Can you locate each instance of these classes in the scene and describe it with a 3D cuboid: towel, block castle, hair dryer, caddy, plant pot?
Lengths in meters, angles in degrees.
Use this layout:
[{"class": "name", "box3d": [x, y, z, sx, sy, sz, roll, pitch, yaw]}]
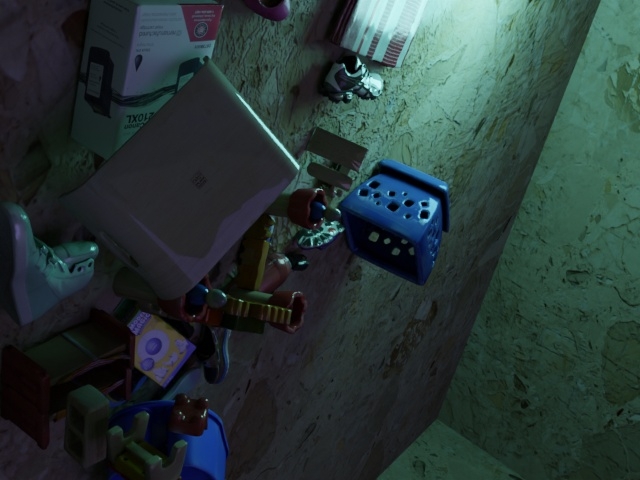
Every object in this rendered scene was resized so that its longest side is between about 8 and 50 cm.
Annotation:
[{"class": "towel", "box3d": [0.140, -0.498, 1.766, 0.329, 0.037, 0.237, -3, 119, -63]}, {"class": "block castle", "box3d": [-0.144, 0.011, 1.509, 0.453, 0.212, 0.303, 20, 80, -65]}, {"class": "hair dryer", "box3d": [-0.132, 0.129, 1.913, 0.224, 0.080, 0.293, -62, 153, 10]}, {"class": "caddy", "box3d": [-0.319, 0.454, 1.757, 0.341, 0.241, 0.179, 88, -4, -51]}, {"class": "plant pot", "box3d": [0.210, -0.058, 2.166, 0.212, 0.236, 0.236, -55, 155, -22]}]

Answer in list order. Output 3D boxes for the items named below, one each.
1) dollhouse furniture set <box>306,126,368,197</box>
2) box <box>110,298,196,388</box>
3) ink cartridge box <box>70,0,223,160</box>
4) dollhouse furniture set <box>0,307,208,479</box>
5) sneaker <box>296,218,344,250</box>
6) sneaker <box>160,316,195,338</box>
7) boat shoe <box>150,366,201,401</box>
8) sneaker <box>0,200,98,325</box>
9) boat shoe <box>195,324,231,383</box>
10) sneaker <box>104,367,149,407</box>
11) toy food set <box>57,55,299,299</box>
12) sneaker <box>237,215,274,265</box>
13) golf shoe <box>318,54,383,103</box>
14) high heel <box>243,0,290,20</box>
[{"class": "dollhouse furniture set", "box3d": [0.017, -0.181, 1.901, 0.151, 0.123, 0.144, -98, -148, -73]}, {"class": "box", "box3d": [-0.332, 0.191, 1.586, 0.179, 0.043, 0.105, 45, 75, -33]}, {"class": "ink cartridge box", "box3d": [-0.258, -0.248, 1.230, 0.172, 0.100, 0.237, -21, 136, -51]}, {"class": "dollhouse furniture set", "box3d": [-0.334, 0.281, 1.371, 0.201, 0.374, 0.152, -24, 134, -48]}, {"class": "sneaker", "box3d": [0.000, 0.000, 2.031, 0.170, 0.068, 0.071, -21, 142, -54]}, {"class": "sneaker", "box3d": [-0.289, 0.099, 1.625, 0.235, 0.084, 0.097, 86, 17, -52]}, {"class": "boat shoe", "box3d": [-0.323, 0.327, 1.832, 0.142, 0.040, 0.049, -46, 143, -26]}, {"class": "sneaker", "box3d": [-0.410, 0.008, 1.243, 0.151, 0.094, 0.256, -34, 156, -32]}, {"class": "boat shoe", "box3d": [-0.247, 0.247, 1.864, 0.066, 0.066, 0.183, -21, 126, -46]}, {"class": "sneaker", "box3d": [-0.374, 0.261, 1.654, 0.082, 0.069, 0.209, -32, -174, 38]}, {"class": "toy food set", "box3d": [-0.197, -0.092, 1.229, 0.306, 0.092, 0.220, -49, 117, -17]}, {"class": "sneaker", "box3d": [-0.135, 0.007, 1.805, 0.059, 0.053, 0.144, -17, 134, -58]}, {"class": "golf shoe", "box3d": [0.081, -0.348, 1.774, 0.198, 0.077, 0.094, -25, 139, -52]}, {"class": "high heel", "box3d": [-0.072, -0.421, 1.359, 0.082, 0.117, 0.244, -54, 155, -11]}]
